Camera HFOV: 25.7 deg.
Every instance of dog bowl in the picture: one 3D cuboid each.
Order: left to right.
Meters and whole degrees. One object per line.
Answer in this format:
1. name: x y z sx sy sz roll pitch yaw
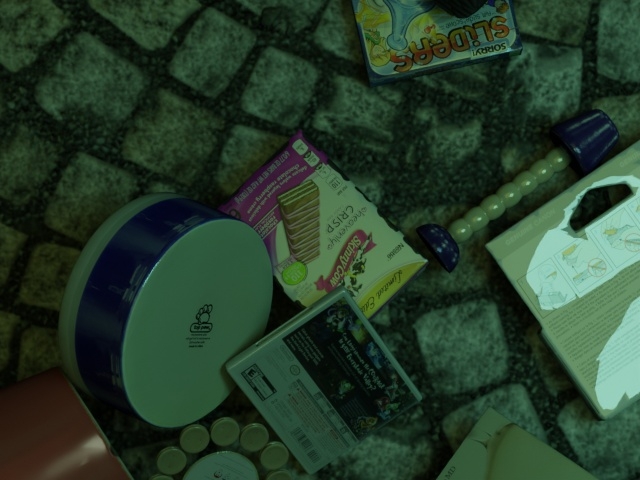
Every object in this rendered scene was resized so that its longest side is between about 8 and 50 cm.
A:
1. dog bowl: -0.177 0.083 1.654 0.104 0.265 0.265 21 84 33

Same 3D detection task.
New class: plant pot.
1. plant pot: -0.360 0.294 1.659 0.243 0.275 0.275 -33 82 -11

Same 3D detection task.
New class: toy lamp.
1. toy lamp: 0.251 -0.066 1.750 0.274 0.080 0.080 -38 82 0

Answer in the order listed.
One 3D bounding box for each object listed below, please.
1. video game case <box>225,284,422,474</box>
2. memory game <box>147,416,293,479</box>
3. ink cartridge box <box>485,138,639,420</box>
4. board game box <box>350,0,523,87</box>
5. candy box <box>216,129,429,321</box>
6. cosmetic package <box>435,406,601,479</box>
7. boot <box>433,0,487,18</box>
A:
1. video game case: 0.006 0.172 1.710 0.173 0.022 0.190 -34 114 2
2. memory game: -0.122 0.298 1.709 0.186 0.012 0.186 -7 114 -16
3. ink cartridge box: 0.393 0.035 1.734 0.296 0.066 0.261 -34 82 -2
4. board game box: 0.147 -0.284 1.803 0.201 0.035 0.136 -13 82 1
5. candy box: 0.000 0.000 1.758 0.159 0.071 0.233 -44 83 -2
6. cosmetic package: 0.277 0.339 1.598 0.309 0.113 0.160 30 83 44
7. boot: 0.160 -0.441 1.794 0.222 0.118 0.338 -38 71 -18
